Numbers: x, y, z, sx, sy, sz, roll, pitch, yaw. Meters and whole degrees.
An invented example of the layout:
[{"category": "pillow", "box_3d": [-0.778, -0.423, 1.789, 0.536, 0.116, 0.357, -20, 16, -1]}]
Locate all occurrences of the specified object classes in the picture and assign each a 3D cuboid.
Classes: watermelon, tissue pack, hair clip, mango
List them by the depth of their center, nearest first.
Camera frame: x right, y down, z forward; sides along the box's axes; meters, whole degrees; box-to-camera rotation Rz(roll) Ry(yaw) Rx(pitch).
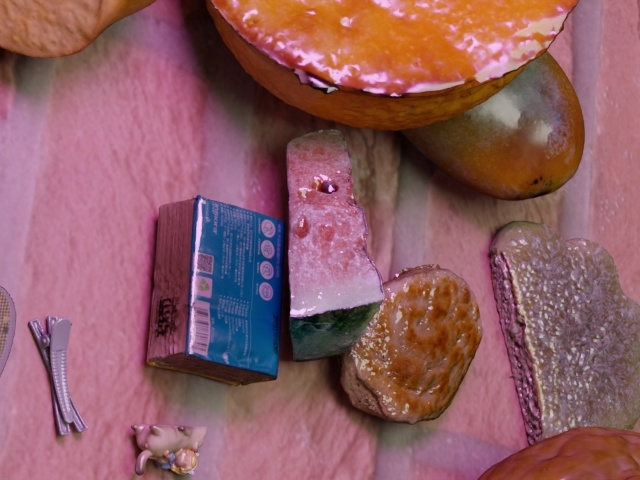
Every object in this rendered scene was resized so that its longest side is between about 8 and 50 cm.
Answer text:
[{"category": "hair clip", "box_3d": [-0.243, 0.126, 1.838, 0.030, 0.039, 0.115, -11, 86, -32]}, {"category": "tissue pack", "box_3d": [-0.103, 0.051, 1.928, 0.120, 0.082, 0.169, 17, 67, -37]}, {"category": "watermelon", "box_3d": [0.000, 0.000, 1.984, 0.094, 0.154, 0.241, -2, 66, -8]}, {"category": "mango", "box_3d": [0.161, -0.176, 2.149, 0.316, 0.146, 0.193, 48, 56, -4]}]

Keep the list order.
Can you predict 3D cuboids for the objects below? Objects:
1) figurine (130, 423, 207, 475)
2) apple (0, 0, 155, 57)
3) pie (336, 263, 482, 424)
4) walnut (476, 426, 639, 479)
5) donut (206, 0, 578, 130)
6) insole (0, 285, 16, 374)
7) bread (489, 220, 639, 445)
[{"category": "figurine", "box_3d": [-0.146, 0.202, 1.885, 0.083, 0.047, 0.051, 8, 87, -41]}, {"category": "apple", "box_3d": [-0.268, -0.348, 1.826, 0.314, 0.252, 0.309, -34, 122, -16]}, {"category": "pie", "box_3d": [0.093, 0.112, 2.057, 0.193, 0.079, 0.163, -14, 91, -40]}, {"category": "walnut", "box_3d": [0.281, 0.344, 1.993, 0.344, 0.306, 0.306, -11, 83, -39]}, {"category": "donut", "box_3d": [0.040, -0.302, 2.032, 0.377, 0.163, 0.435, -27, 73, -17]}, {"category": "insole", "box_3d": [-0.378, 0.151, 1.753, 0.109, 0.007, 0.322, 49, 54, -13]}, {"category": "bread", "box_3d": [0.294, 0.107, 2.218, 0.207, 0.056, 0.287, -11, 85, -35]}]
